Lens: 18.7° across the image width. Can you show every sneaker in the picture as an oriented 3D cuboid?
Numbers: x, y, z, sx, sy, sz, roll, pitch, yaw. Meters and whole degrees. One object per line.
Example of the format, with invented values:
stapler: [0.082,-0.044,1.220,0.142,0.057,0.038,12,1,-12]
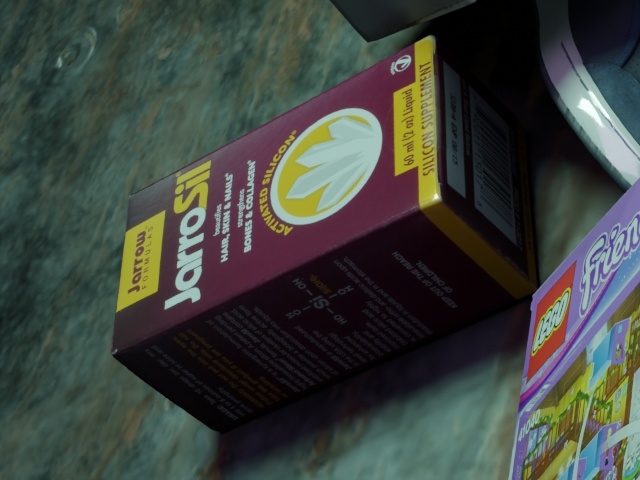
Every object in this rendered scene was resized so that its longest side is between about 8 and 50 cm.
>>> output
sneaker: [0.174,-0.111,0.824,0.163,0.086,0.226,-35,38,22]

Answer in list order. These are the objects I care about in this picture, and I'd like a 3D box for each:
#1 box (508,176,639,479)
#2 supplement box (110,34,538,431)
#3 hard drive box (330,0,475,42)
box: [0.141,0.042,0.627,0.293,0.057,0.201,124,161,-55]
supplement box: [0.000,0.000,0.906,0.188,0.081,0.104,-26,43,28]
hard drive box: [0.078,-0.188,0.888,0.181,0.089,0.232,-43,6,-6]
